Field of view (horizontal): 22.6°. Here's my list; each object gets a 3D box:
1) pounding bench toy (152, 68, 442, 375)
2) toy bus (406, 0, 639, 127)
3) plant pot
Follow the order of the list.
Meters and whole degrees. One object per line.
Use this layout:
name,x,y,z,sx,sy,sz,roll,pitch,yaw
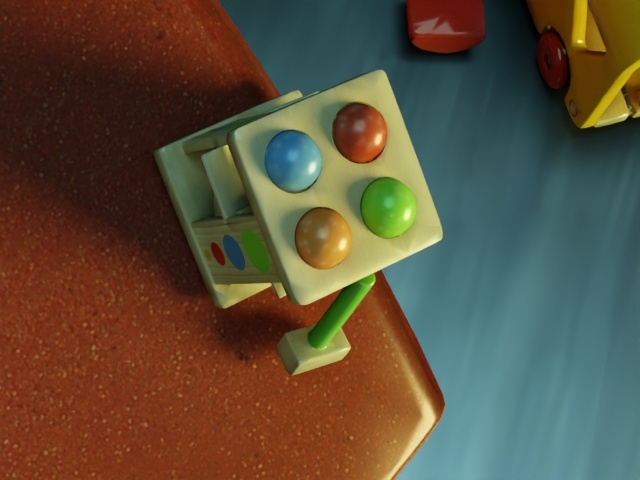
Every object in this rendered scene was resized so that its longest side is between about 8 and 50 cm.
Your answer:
pounding bench toy,0.000,0.000,0.467,0.052,0.065,0.083,-25,100,-26
toy bus,0.144,-0.157,0.753,0.202,0.104,0.191,28,69,2
plant pot,-0.120,0.054,0.573,0.236,0.267,0.267,44,70,-8
